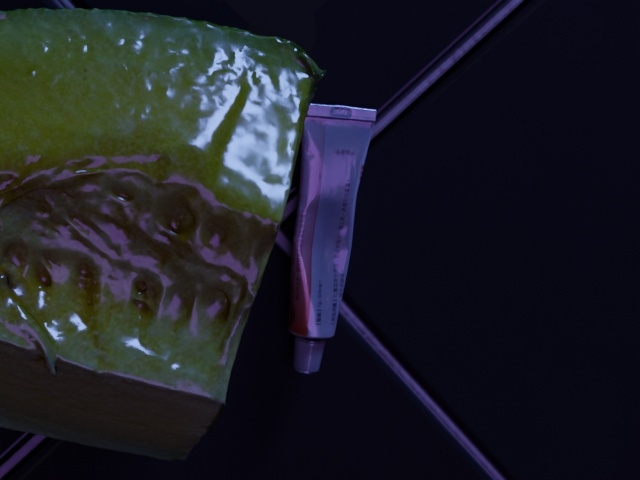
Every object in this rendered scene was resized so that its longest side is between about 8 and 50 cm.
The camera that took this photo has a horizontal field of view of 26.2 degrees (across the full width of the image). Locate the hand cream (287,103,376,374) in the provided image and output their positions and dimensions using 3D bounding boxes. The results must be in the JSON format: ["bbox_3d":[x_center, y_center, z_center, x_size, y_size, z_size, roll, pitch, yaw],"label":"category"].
[{"bbox_3d":[0.000,0.000,1.081,0.052,0.038,0.216,-4,106,-45],"label":"hand cream"}]

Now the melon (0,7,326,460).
[{"bbox_3d":[-0.198,-0.008,0.909,0.343,0.226,0.331,19,113,-13],"label":"melon"}]
